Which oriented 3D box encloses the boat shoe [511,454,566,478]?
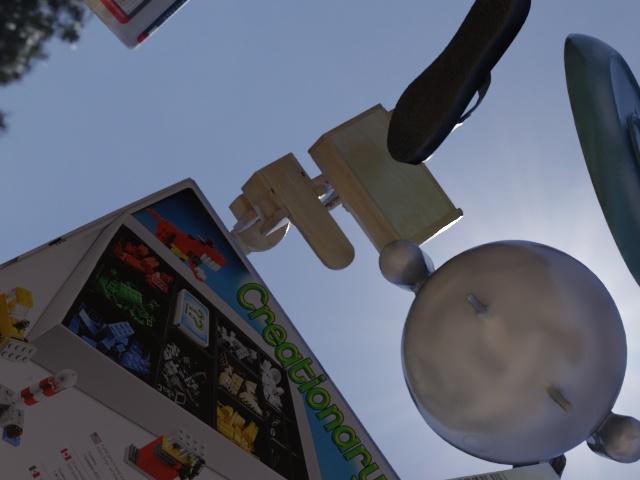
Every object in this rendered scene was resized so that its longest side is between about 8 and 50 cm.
[{"bbox_3d":[0.261,0.323,1.632,0.066,0.066,0.183,-8,-137,55],"label":"boat shoe"}]

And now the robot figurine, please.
[{"bbox_3d":[0.177,0.104,1.243,0.300,0.353,0.199,36,-90,7],"label":"robot figurine"}]

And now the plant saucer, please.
[{"bbox_3d":[0.352,-0.090,1.488,0.044,0.317,0.317,-19,-121,23],"label":"plant saucer"}]

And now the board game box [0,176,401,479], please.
[{"bbox_3d":[-0.077,0.127,0.727,0.305,0.193,0.053,55,-24,20],"label":"board game box"}]

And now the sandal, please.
[{"bbox_3d":[0.162,-0.178,1.482,0.254,0.054,0.097,-52,-144,30],"label":"sandal"}]

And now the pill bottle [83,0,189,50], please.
[{"bbox_3d":[-0.165,-0.292,1.354,0.180,0.108,0.108,-42,-139,0],"label":"pill bottle"}]

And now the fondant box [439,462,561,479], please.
[{"bbox_3d":[0.174,0.441,1.529,0.096,0.238,0.330,-121,-156,-73],"label":"fondant box"}]

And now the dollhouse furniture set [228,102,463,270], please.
[{"bbox_3d":[0.000,0.000,1.699,0.173,0.303,0.355,55,-35,6],"label":"dollhouse furniture set"}]
